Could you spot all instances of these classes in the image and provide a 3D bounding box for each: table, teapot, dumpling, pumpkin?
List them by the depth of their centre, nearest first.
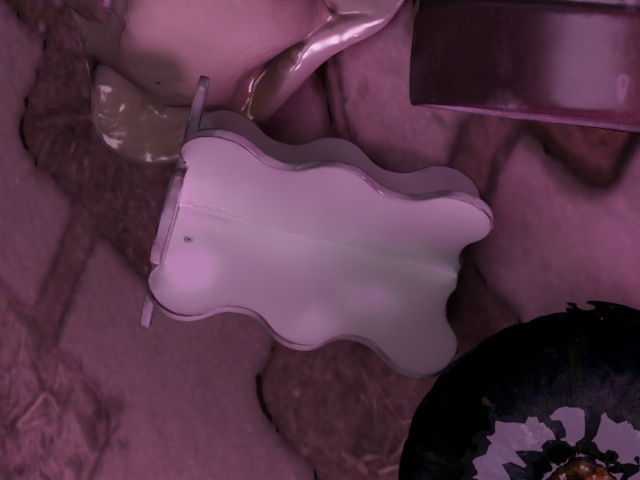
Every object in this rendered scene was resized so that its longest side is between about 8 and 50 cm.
[{"bbox_3d":[0.215,-0.209,0.929,0.315,0.233,0.312,8,95,22],"label":"teapot"},{"bbox_3d":[0.161,0.152,1.021,0.233,0.163,0.233,0,90,11],"label":"pumpkin"},{"bbox_3d":[0.000,0.000,1.090,0.198,0.166,0.166,14,101,-3],"label":"table"},{"bbox_3d":[-0.053,-0.209,1.142,0.243,0.187,0.318,1,118,-11],"label":"dumpling"}]
